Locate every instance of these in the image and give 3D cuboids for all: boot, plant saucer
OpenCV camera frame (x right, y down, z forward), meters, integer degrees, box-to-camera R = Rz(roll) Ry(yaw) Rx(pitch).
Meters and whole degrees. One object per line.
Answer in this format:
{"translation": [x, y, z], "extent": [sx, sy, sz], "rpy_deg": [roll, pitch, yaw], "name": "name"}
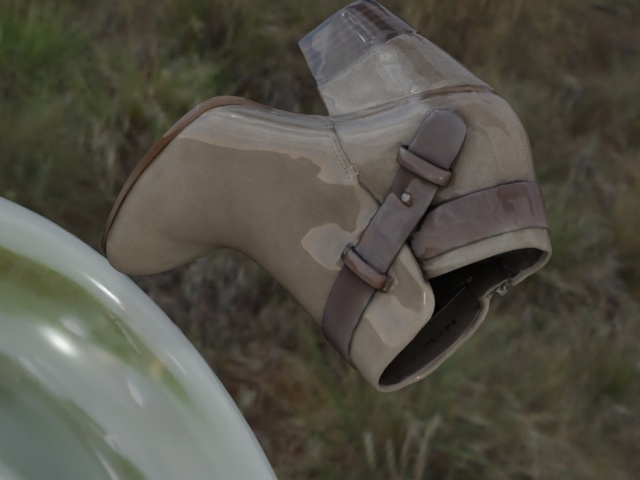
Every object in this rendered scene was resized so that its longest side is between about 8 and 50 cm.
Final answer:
{"translation": [0.000, 0.000, 0.426], "extent": [0.042, 0.118, 0.087], "rpy_deg": [11, 44, -50], "name": "boot"}
{"translation": [-0.145, 0.169, 0.742], "extent": [0.400, 0.100, 0.400], "rpy_deg": [42, 32, -34], "name": "plant saucer"}
